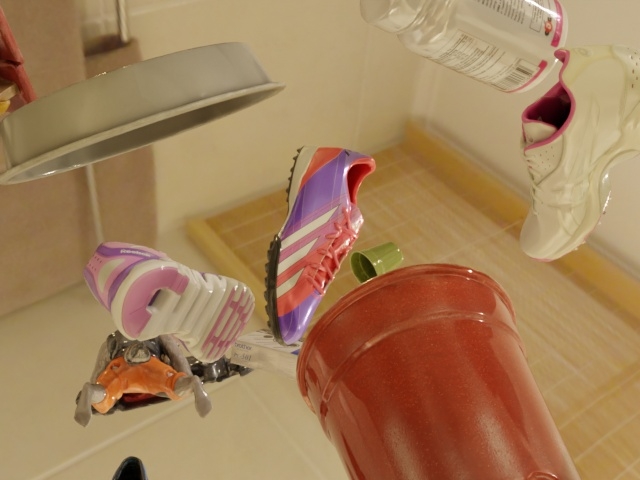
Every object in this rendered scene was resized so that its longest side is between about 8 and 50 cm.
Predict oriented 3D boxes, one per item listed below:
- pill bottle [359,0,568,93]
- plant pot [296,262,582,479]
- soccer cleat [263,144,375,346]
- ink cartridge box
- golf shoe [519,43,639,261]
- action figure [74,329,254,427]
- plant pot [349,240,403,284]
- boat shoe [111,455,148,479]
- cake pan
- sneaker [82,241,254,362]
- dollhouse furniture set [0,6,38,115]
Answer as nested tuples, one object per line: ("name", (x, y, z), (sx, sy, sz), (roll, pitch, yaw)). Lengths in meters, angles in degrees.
("pill bottle", (0.211, -0.336, 1.137), (0.160, 0.283, 0.160), (-37, -134, 49))
("plant pot", (0.134, 0.211, 0.806), (0.265, 0.272, 0.273), (-111, -161, -51))
("soccer cleat", (0.000, 0.000, 1.098), (0.116, 0.318, 0.109), (3, -29, 15))
("ink cartridge box", (-0.036, 0.194, 1.271), (0.207, 0.097, 0.046), (10, -81, 28))
("golf shoe", (0.277, -0.098, 0.880), (0.115, 0.140, 0.306), (-89, -169, -46))
("action figure", (-0.268, 0.204, 1.328), (0.330, 0.341, 0.179), (-148, -135, -71))
("plant pot", (0.111, 0.041, 1.443), (0.083, 0.079, 0.083), (40, -35, 36))
("boat shoe", (-0.264, 0.364, 0.977), (0.258, 0.108, 0.089), (-139, -130, -71))
("cake pan", (-0.179, -0.127, 0.757), (0.293, 0.293, 0.054), (-7, -76, 58))
("sneaker", (-0.156, 0.057, 0.797), (0.104, 0.095, 0.236), (27, -5, 28))
("dollhouse furniture set", (-0.533, -0.186, 0.875), (0.374, 0.201, 0.152), (15, -45, 25))
